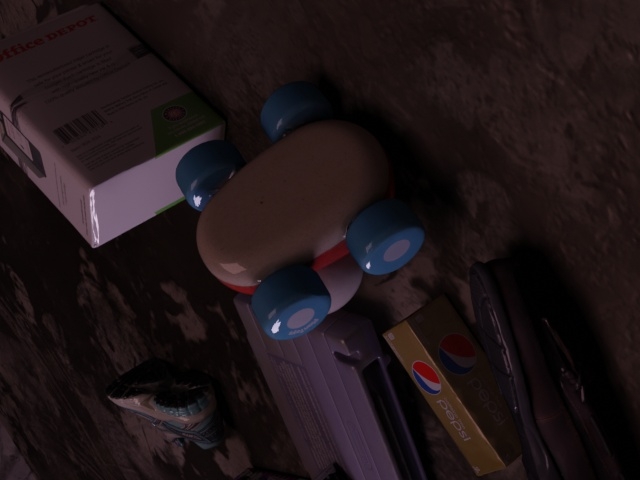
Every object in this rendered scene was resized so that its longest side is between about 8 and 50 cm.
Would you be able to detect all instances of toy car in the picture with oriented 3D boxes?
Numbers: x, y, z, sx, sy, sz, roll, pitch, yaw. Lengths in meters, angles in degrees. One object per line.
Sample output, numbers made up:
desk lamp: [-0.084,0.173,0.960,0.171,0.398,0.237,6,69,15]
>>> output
toy car: [0.000,0.000,1.126,0.219,0.210,0.238,55,-179,31]

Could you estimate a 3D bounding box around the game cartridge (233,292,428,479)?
game cartridge: [0.028,0.222,1.336,0.230,0.068,0.355,21,138,52]

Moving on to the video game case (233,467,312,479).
video game case: [-0.024,0.469,1.662,0.210,0.042,0.232,-7,110,56]

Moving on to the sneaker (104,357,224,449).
sneaker: [-0.261,0.284,1.782,0.283,0.110,0.122,8,127,53]

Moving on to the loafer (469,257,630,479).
loafer: [0.222,0.148,0.998,0.109,0.095,0.302,-119,10,-78]

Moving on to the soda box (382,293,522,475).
soda box: [0.146,0.151,1.112,0.181,0.061,0.058,56,149,5]

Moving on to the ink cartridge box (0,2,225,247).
ink cartridge box: [-0.280,-0.151,1.333,0.273,0.198,0.115,44,148,25]

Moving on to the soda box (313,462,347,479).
soda box: [-0.005,0.353,1.409,0.053,0.060,0.169,46,151,11]
